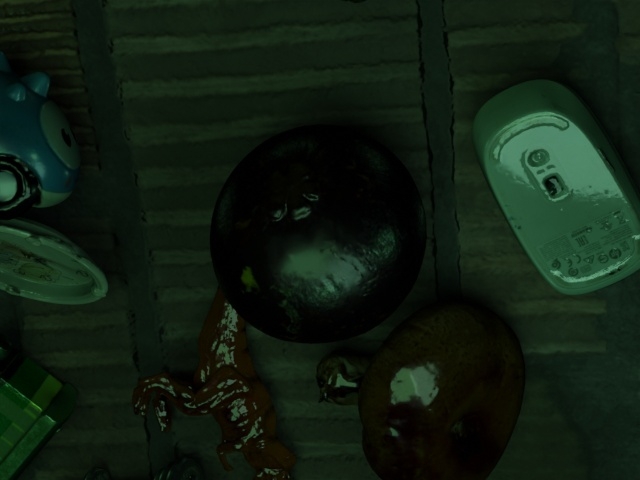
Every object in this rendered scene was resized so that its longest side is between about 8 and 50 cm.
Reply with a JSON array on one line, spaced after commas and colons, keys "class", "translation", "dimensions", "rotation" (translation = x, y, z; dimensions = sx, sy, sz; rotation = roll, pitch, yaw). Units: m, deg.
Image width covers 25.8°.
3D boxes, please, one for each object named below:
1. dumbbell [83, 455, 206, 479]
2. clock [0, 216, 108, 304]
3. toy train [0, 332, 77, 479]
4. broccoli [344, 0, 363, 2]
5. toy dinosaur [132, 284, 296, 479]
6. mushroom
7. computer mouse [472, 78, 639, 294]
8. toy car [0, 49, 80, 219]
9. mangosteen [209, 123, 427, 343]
[{"class": "dumbbell", "translation": [-0.272, 0.366, 2.014], "dimensions": [0.254, 0.110, 0.110], "rotation": [-4, 108, 21]}, {"class": "clock", "translation": [-0.396, 0.016, 1.889], "dimensions": [0.236, 0.053, 0.236], "rotation": [10, 155, 5]}, {"class": "toy train", "translation": [-0.500, 0.268, 2.019], "dimensions": [0.202, 0.120, 0.301], "rotation": [39, 112, -6]}, {"class": "broccoli", "translation": [-0.049, -0.421, 1.575], "dimensions": [0.413, 0.310, 0.321], "rotation": [22, 102, -17]}, {"class": "toy dinosaur", "translation": [-0.153, 0.189, 1.923], "dimensions": [0.208, 0.097, 0.432], "rotation": [-12, 110, 2]}, {"class": "mushroom", "translation": [0.145, 0.186, 1.811], "dimensions": [0.267, 0.267, 0.254], "rotation": [-46, 60, 22]}, {"class": "computer mouse", "translation": [0.297, -0.069, 1.730], "dimensions": [0.159, 0.097, 0.288], "rotation": [-27, 112, 18]}, {"class": "toy car", "translation": [-0.425, -0.148, 1.820], "dimensions": [0.255, 0.188, 0.190], "rotation": [26, 101, 1]}, {"class": "mangosteen", "translation": [0.000, 0.000, 1.741], "dimensions": [0.288, 0.288, 0.288], "rotation": [4, 110, 12]}]
